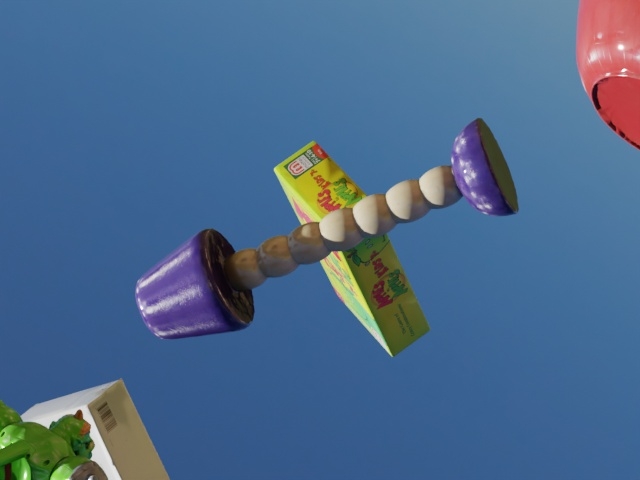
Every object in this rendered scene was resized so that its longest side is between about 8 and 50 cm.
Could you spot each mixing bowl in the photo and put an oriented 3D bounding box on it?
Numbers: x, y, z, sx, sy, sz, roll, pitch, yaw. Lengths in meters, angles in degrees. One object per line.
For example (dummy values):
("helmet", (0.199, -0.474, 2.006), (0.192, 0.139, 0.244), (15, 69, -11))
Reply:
("mixing bowl", (0.215, -0.104, 1.058), (0.181, 0.098, 0.181), (29, 162, 11))

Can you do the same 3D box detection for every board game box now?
("board game box", (0.028, 0.009, 1.549), (0.092, 0.043, 0.181), (48, 170, 41))

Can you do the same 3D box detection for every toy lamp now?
("toy lamp", (0.000, 0.000, 1.298), (0.080, 0.274, 0.080), (-21, -90, -75))

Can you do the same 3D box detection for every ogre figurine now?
("ogre figurine", (-0.206, 0.190, 1.383), (0.097, 0.118, 0.197), (-17, -143, -24))

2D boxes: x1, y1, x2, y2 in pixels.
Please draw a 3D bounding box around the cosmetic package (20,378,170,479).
("cosmetic package", (-0.161, 0.238, 1.527), (0.239, 0.099, 0.060), (66, -150, -10))
